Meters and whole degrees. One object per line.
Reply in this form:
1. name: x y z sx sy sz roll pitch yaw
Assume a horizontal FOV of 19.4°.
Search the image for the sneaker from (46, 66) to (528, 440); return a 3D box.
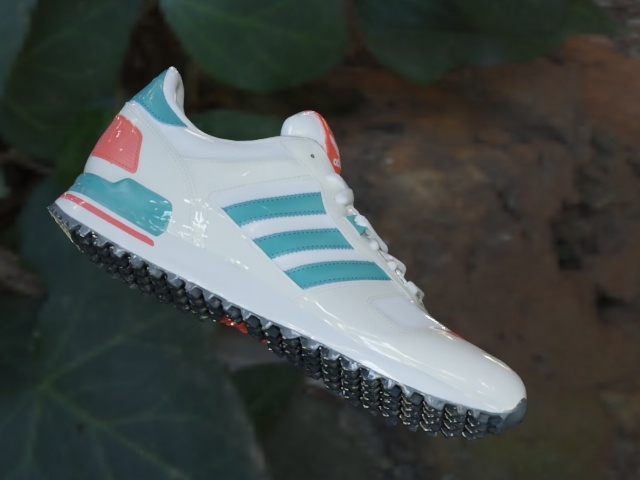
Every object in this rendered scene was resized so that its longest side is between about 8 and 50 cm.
1. sneaker: 0.000 0.000 0.583 0.161 0.057 0.075 26 77 10
